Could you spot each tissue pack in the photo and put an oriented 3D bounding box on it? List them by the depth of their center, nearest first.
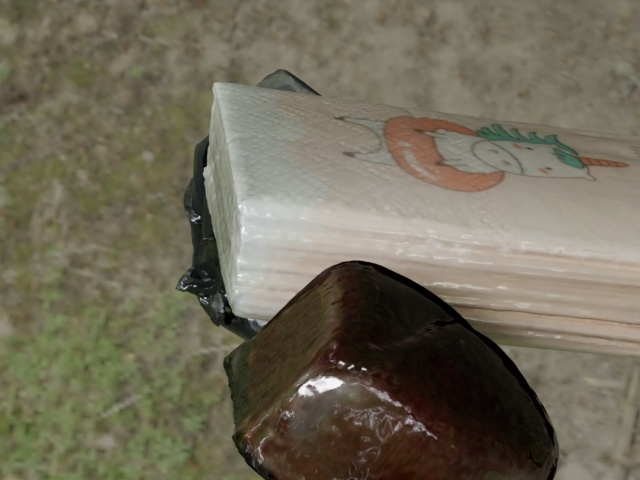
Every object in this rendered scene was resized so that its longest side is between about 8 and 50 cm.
[{"bbox_3d":[0.109,-0.007,0.819,0.170,0.325,0.071,-107,25,-66],"label":"tissue pack"}]

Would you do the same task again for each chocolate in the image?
[{"bbox_3d":[0.024,0.057,0.655,0.080,0.125,0.148,-52,52,14],"label":"chocolate"}]

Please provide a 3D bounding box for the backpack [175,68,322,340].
[{"bbox_3d":[0.000,0.000,1.035,0.206,0.258,0.133,33,62,22],"label":"backpack"}]
